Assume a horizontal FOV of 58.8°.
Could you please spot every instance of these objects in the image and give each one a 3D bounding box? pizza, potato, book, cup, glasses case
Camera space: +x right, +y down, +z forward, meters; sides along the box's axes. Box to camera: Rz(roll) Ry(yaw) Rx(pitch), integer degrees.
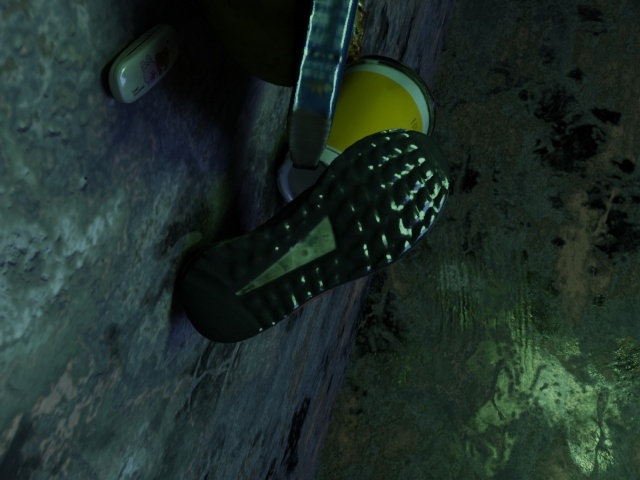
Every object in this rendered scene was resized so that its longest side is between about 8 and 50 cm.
[{"bbox_3d":[0.033,-0.299,0.788,0.246,0.058,0.127,-72,169,-84],"label":"pizza"},{"bbox_3d":[-0.053,-0.234,0.443,0.272,0.111,0.160,109,-9,-78],"label":"potato"},{"bbox_3d":[0.030,-0.287,0.508,0.300,0.039,0.428,172,-70,-87],"label":"book"},{"bbox_3d":[0.055,-0.155,0.892,0.280,0.196,0.196,-54,157,-37],"label":"cup"},{"bbox_3d":[-0.133,-0.136,0.434,0.032,0.021,0.083,92,18,-47],"label":"glasses case"}]

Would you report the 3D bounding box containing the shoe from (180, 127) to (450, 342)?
[{"bbox_3d":[0.000,0.000,0.679,0.336,0.132,0.171,-33,178,-5],"label":"shoe"}]
